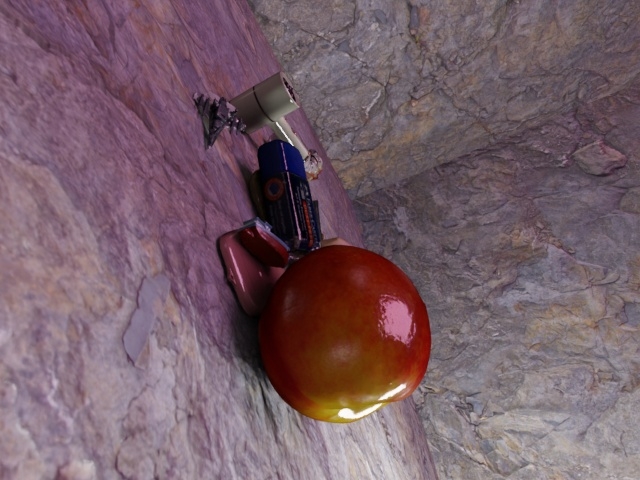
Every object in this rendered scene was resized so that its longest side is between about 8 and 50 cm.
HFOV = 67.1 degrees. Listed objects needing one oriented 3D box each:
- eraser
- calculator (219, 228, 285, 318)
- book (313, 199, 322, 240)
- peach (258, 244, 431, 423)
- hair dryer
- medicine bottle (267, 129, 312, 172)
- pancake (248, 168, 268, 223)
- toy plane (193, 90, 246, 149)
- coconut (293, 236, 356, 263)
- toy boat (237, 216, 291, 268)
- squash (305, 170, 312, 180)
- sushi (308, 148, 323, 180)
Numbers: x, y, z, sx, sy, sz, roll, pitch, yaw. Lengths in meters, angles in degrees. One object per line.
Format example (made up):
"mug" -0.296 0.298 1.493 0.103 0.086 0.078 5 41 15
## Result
"eraser" -0.090 -0.115 1.402 0.155 0.102 0.331 12 65 -62
"calculator" -0.143 0.072 1.133 0.330 0.048 0.219 -10 79 -77
"book" -0.032 -0.017 1.789 0.374 0.028 0.262 -36 119 -80
"peach" 0.047 0.183 1.022 0.388 0.389 0.387 -22 90 -80
"hair dryer" -0.127 -0.379 1.641 0.362 0.203 0.128 49 20 -46
"medicine bottle" -0.112 -0.333 1.893 0.215 0.135 0.134 50 21 -62
"pancake" -0.150 -0.098 1.465 0.242 0.050 0.241 51 29 -42
"toy plane" -0.262 -0.316 1.246 0.160 0.082 0.234 31 28 -28
"coconut" 0.034 0.107 1.522 0.197 0.237 0.236 3 -60 61
"toy boat" -0.120 0.007 1.093 0.173 0.069 0.058 46 34 -43
"squash" -0.072 -0.178 1.648 0.203 0.111 0.288 28 12 -39
"sushi" -0.065 -0.332 2.165 0.332 0.124 0.129 -65 140 -74
